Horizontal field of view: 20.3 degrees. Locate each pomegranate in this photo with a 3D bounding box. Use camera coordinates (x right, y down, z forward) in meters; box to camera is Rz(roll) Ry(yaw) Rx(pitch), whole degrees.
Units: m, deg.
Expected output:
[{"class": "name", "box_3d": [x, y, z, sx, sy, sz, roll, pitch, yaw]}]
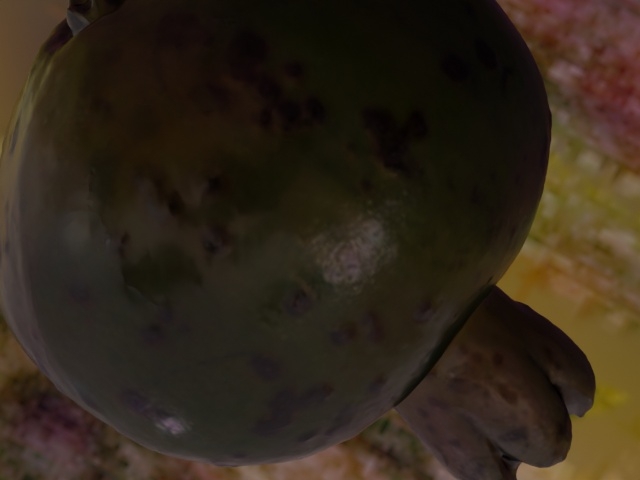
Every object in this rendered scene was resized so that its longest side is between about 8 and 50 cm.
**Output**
[{"class": "pomegranate", "box_3d": [0.000, 0.000, 0.633, 0.248, 0.202, 0.202, 45, 175, -19]}]
